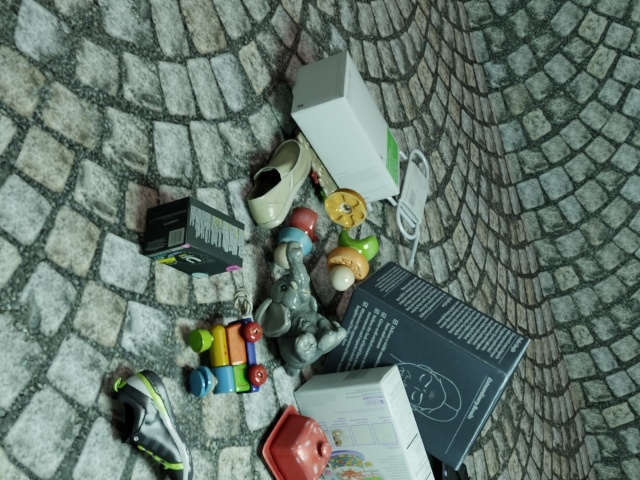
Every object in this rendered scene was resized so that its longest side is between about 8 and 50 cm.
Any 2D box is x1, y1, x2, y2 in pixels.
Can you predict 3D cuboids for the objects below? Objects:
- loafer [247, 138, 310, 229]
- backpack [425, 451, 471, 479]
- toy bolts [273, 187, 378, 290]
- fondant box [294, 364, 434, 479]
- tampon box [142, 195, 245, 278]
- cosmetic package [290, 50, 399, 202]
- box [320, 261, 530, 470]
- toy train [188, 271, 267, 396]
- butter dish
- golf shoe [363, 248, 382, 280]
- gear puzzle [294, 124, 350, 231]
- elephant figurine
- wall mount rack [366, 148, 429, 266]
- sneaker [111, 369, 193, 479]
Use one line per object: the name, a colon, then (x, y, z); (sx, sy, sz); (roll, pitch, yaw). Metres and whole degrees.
loafer: (-0.099, -0.151, 1.738); (0.092, 0.101, 0.269); (55, 39, -40)
backpack: (0.264, 0.557, 1.946); (0.276, 0.213, 0.264); (7, 81, -62)
toy bolts: (0.000, 0.000, 1.710); (0.158, 0.228, 0.218); (-60, 151, -44)
fondant box: (0.106, 0.469, 1.704); (0.096, 0.238, 0.330); (-30, 105, -58)
tampon box: (-0.246, -0.002, 1.441); (0.161, 0.120, 0.102); (30, 55, -49)
cosmetic package: (0.074, -0.285, 1.931); (0.365, 0.155, 0.197); (54, 31, -44)
box: (0.241, 0.287, 1.748); (0.212, 0.395, 0.294); (-29, 145, -56)
toy train: (-0.202, 0.189, 1.475); (0.143, 0.105, 0.248); (0, 78, -43)
butter dish: (-0.030, 0.461, 1.611); (0.160, 0.118, 0.160); (63, 34, -20)
golf shoe: (0.148, 0.099, 2.080); (0.086, 0.069, 0.176); (39, 51, -67)
gear puzzle: (0.011, -0.172, 1.973); (0.339, 0.044, 0.175); (63, 25, -27)
elephant figurine: (-0.061, 0.156, 1.655); (0.239, 0.186, 0.169); (55, -7, 12)
wall mount rack: (0.268, -0.102, 2.272); (0.304, 0.130, 0.350); (48, 42, -32)
sneaker: (-0.304, 0.342, 1.294); (0.097, 0.084, 0.235); (-25, 100, -33)
